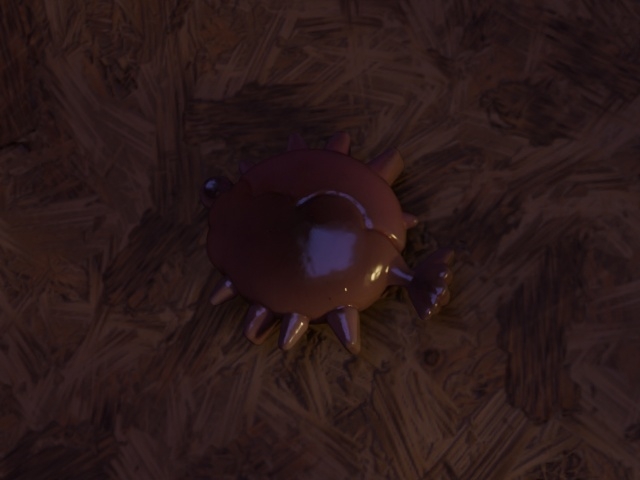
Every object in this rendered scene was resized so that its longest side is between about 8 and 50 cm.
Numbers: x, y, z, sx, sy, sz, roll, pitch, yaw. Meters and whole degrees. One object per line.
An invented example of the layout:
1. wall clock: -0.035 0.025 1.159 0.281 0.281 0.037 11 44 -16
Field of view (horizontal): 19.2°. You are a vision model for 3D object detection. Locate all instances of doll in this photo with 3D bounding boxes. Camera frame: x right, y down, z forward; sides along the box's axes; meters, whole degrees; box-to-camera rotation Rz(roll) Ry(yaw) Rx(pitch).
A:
1. doll: 0.000 0.000 1.669 0.262 0.093 0.211 17 72 23
